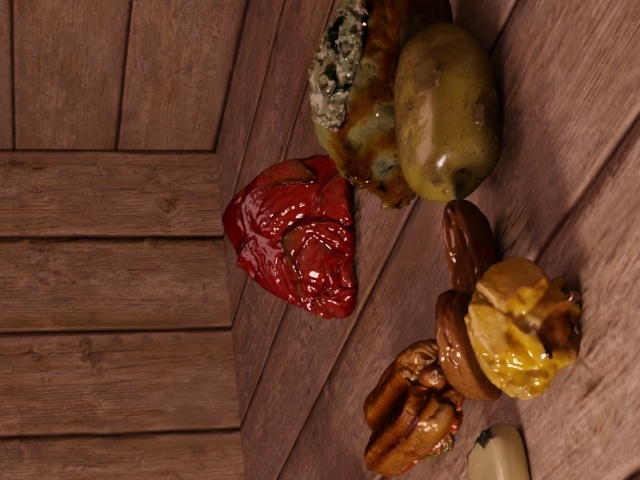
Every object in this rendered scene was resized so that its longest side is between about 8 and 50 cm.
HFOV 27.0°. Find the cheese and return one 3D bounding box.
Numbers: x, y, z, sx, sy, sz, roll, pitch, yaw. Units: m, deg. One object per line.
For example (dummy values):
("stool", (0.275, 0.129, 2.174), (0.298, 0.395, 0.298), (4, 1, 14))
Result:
("cheese", (0.250, 0.372, 1.751), (0.127, 0.054, 0.252), (107, 158, -52))

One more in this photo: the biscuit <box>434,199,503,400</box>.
("biscuit", (0.199, 0.069, 1.734), (0.262, 0.052, 0.277), (46, -140, -63))

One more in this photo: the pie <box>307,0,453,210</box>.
("pie", (0.101, -0.225, 1.968), (0.103, 0.288, 0.355), (14, 93, 35))

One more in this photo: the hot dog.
("hot dog", (0.147, 0.269, 2.064), (0.349, 0.117, 0.158), (113, 159, -64))

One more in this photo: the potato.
("potato", (0.175, -0.177, 1.840), (0.197, 0.148, 0.228), (85, 177, -53))

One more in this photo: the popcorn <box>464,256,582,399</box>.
("popcorn", (0.239, 0.102, 1.585), (0.152, 0.148, 0.167), (-11, 97, 47))

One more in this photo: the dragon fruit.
("dragon fruit", (0.000, 0.000, 2.695), (0.302, 0.240, 0.330), (-43, 66, 36))
